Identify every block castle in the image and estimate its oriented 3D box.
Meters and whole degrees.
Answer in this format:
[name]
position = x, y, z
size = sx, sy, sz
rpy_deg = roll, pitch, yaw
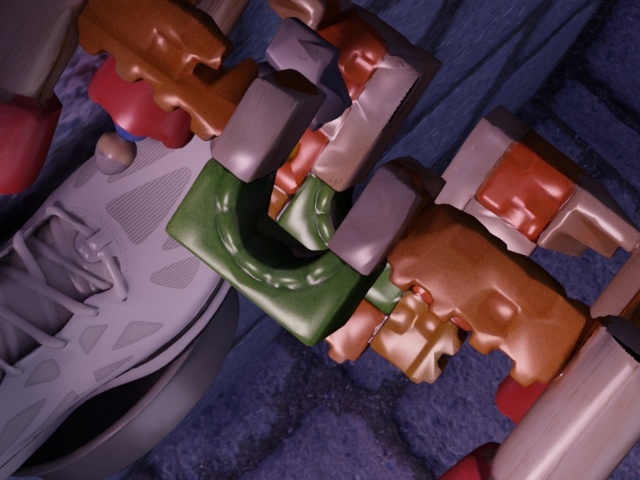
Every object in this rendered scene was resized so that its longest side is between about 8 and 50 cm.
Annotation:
[block castle]
position = 0.000, 0.000, 0.831
size = 0.213, 0.453, 0.303
rpy_deg = -56, 170, 21

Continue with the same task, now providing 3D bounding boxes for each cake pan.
[cake pan]
position = -0.191, 0.111, 1.247
size = 0.293, 0.054, 0.293
rpy_deg = -30, -149, 20

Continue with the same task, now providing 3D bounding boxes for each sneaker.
[sneaker]
position = -0.232, 0.076, 1.013
size = 0.447, 0.169, 0.257
rpy_deg = -45, 175, 13
